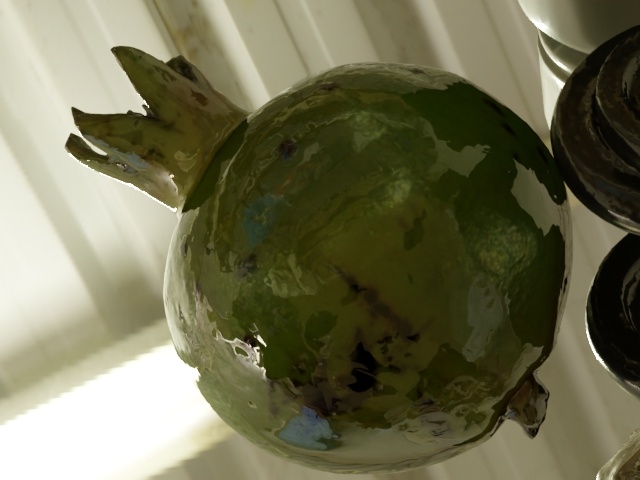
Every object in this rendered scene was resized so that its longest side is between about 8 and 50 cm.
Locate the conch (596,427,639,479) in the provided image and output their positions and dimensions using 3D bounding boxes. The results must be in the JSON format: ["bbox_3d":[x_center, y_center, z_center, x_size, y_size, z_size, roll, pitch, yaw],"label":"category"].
[{"bbox_3d":[0.322,0.197,1.301,0.263,0.186,0.324,22,-61,32],"label":"conch"}]

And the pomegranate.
[{"bbox_3d":[0.000,0.000,1.102,0.341,0.260,0.260,29,-76,1],"label":"pomegranate"}]

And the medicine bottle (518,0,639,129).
[{"bbox_3d":[0.227,-0.222,1.191,0.208,0.208,0.339,-14,-50,-3],"label":"medicine bottle"}]

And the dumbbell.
[{"bbox_3d":[0.237,-0.014,1.028,0.192,0.192,0.290,-18,-50,-2],"label":"dumbbell"}]
